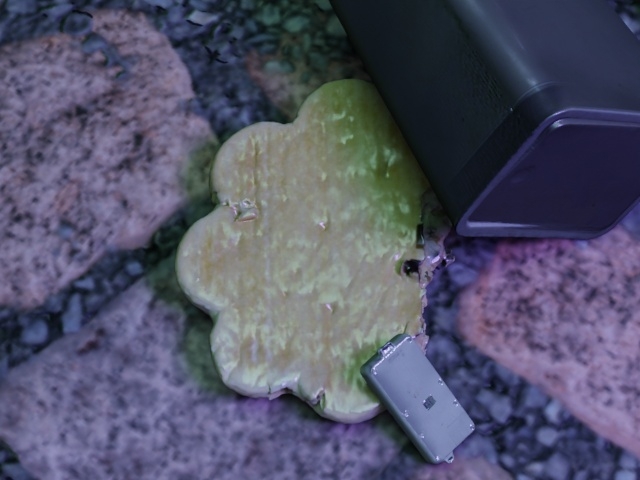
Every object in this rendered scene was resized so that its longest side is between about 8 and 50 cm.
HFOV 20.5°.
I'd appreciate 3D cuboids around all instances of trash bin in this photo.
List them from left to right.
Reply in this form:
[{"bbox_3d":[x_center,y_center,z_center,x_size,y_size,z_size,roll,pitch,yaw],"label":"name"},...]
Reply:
[{"bbox_3d":[0.117,-0.129,1.195,0.164,0.122,0.240,-1,50,-43],"label":"trash bin"}]

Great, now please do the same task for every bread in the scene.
[{"bbox_3d":[0.000,0.000,1.215,0.182,0.039,0.250,13,65,11],"label":"bread"}]

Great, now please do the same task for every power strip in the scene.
[{"bbox_3d":[0.064,0.103,1.145,0.040,0.016,0.090,-41,103,-20],"label":"power strip"}]
